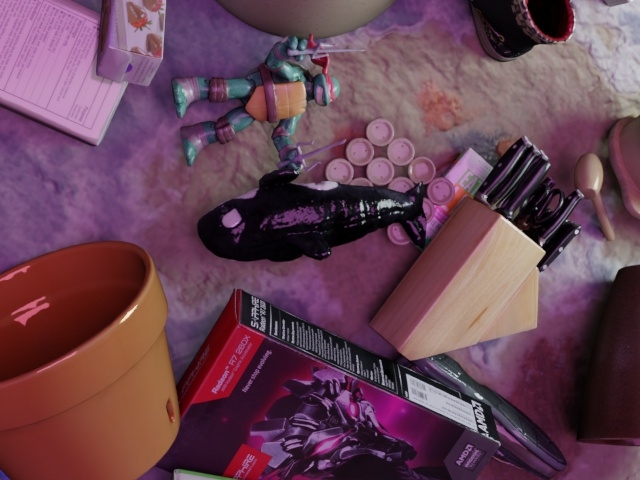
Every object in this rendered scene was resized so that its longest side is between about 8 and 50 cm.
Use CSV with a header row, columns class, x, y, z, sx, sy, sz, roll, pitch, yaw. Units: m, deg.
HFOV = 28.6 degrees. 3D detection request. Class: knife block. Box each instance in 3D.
class,x,y,z,sx,sy,sz,roll,pitch,yaw
knife block,0.197,0.003,1.584,0.276,0.088,0.242,-12,113,-21

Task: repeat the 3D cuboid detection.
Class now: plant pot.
class,x,y,z,sx,sy,sz,roll,pitch,yaw
plant pot,0.447,0.152,1.651,0.215,0.215,0.230,5,79,-14
plant pot,-0.288,0.162,1.432,0.291,0.291,0.203,-26,115,-11

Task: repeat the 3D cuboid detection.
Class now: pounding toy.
class,x,y,z,sx,sy,sz,roll,pitch,yaw
pounding toy,0.447,-0.088,1.691,0.270,0.155,0.154,18,61,-24

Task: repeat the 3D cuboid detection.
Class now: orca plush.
class,x,y,z,sx,sy,sz,roll,pitch,yaw
orca plush,0.000,0.000,1.538,0.287,0.102,0.151,5,132,-21

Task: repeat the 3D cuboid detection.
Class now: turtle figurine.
class,x,y,z,sx,sy,sz,roll,pitch,yaw
turtle figurine,-0.058,-0.166,1.533,0.234,0.118,0.175,-11,112,-4

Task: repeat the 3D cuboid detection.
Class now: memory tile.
class,x,y,z,sx,sy,sz,roll,pitch,yaw
memory tile,0.090,-0.076,1.617,0.148,0.012,0.113,44,86,-2

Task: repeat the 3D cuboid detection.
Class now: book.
class,x,y,z,sx,sy,sz,roll,pitch,yaw
book,0.181,-0.038,1.649,0.096,0.035,0.144,41,87,-11

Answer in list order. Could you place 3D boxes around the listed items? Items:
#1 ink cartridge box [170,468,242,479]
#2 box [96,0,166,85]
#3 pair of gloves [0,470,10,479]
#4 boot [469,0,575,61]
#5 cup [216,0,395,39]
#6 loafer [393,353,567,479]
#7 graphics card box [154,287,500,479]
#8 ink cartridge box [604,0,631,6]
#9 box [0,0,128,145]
class,x,y,z,sx,sy,sz,roll,pitch,yaw
ink cartridge box,-0.115,0.430,1.516,0.198,0.115,0.272,13,114,-14
box,-0.209,-0.330,1.436,0.063,0.067,0.324,10,63,-21
pair of gloves,-0.422,0.286,1.525,0.198,0.023,0.159,-35,101,-10
boot,0.230,-0.340,1.561,0.085,0.178,0.236,-25,100,-11
cup,0.007,-0.413,1.473,0.331,0.237,0.331,-1,93,-14
loafer,0.200,0.234,1.651,0.267,0.096,0.084,39,104,-7
graphics card box,0.005,0.240,1.552,0.371,0.094,0.232,26,112,-15
ink cartridge box,0.371,-0.410,1.653,0.104,0.060,0.180,-46,103,-6
box,-0.373,-0.233,1.449,0.311,0.121,0.148,25,87,-14
